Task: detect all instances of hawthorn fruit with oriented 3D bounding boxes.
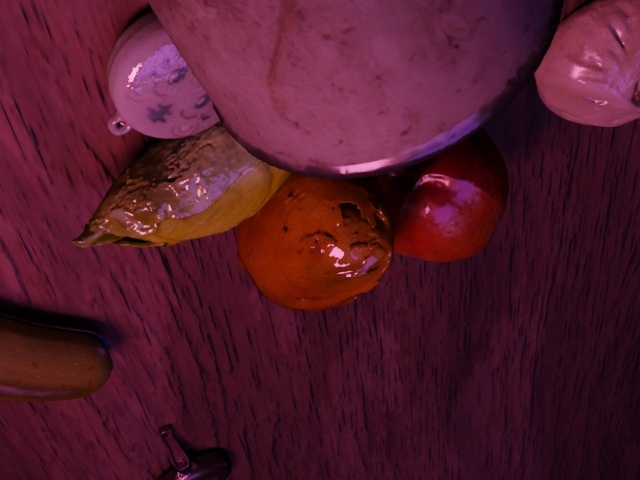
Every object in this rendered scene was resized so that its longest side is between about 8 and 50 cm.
[{"bbox_3d":[0.108,-0.063,1.462,0.157,0.157,0.194,-29,158,7],"label":"hawthorn fruit"}]

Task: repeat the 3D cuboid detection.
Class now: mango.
[{"bbox_3d":[0.000,0.000,1.441,0.156,0.151,0.248,35,165,-19],"label":"mango"}]

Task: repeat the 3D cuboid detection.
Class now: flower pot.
[{"bbox_3d":[-0.008,-0.250,0.997,0.293,0.294,0.330,-28,142,5],"label":"flower pot"}]

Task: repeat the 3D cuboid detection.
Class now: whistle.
[{"bbox_3d":[-0.087,-0.178,1.250,0.258,0.067,0.126,-38,141,13],"label":"whistle"}]

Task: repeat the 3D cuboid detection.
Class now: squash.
[{"bbox_3d":[-0.347,0.117,1.495,0.094,0.094,0.341,-39,149,23],"label":"squash"}]

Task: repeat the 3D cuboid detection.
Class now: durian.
[{"bbox_3d":[-0.113,-0.063,1.355,0.250,0.101,0.139,-30,164,8],"label":"durian"}]

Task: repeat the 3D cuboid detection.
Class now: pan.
[{"bbox_3d":[-0.179,0.303,1.942,0.115,0.040,0.212,-26,150,-7],"label":"pan"}]

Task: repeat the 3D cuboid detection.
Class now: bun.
[{"bbox_3d":[0.315,-0.174,1.497,0.183,0.102,0.183,-18,151,-10],"label":"bun"}]
